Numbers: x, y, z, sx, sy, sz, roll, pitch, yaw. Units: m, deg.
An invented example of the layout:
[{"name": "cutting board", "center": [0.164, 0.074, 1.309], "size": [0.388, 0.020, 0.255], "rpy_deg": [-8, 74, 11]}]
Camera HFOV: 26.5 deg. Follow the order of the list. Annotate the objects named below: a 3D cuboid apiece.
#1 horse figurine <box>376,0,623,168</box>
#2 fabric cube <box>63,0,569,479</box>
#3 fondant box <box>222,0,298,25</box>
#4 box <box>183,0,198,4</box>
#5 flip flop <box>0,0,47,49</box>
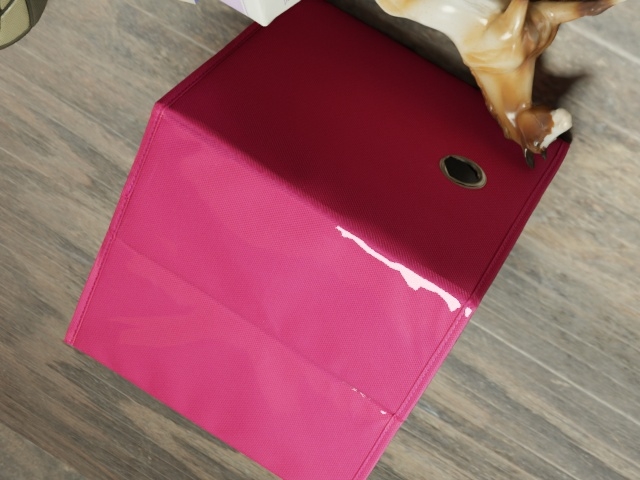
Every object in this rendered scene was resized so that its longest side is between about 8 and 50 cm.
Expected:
[{"name": "horse figurine", "center": [0.097, -0.183, 0.941], "size": [0.263, 0.066, 0.174], "rpy_deg": [35, 148, -3]}, {"name": "fabric cube", "center": [0.000, 0.000, 1.061], "size": [0.258, 0.254, 0.259], "rpy_deg": [33, 129, 6]}, {"name": "fondant box", "center": [-0.112, -0.322, 0.842], "size": [0.238, 0.096, 0.330], "rpy_deg": [35, 156, 38]}, {"name": "box", "center": [-0.151, -0.248, 1.153], "size": [0.136, 0.028, 0.081], "rpy_deg": [21, 149, 29]}, {"name": "flip flop", "center": [-0.340, -0.293, 1.225], "size": [0.080, 0.112, 0.277], "rpy_deg": [43, 170, 50]}]
